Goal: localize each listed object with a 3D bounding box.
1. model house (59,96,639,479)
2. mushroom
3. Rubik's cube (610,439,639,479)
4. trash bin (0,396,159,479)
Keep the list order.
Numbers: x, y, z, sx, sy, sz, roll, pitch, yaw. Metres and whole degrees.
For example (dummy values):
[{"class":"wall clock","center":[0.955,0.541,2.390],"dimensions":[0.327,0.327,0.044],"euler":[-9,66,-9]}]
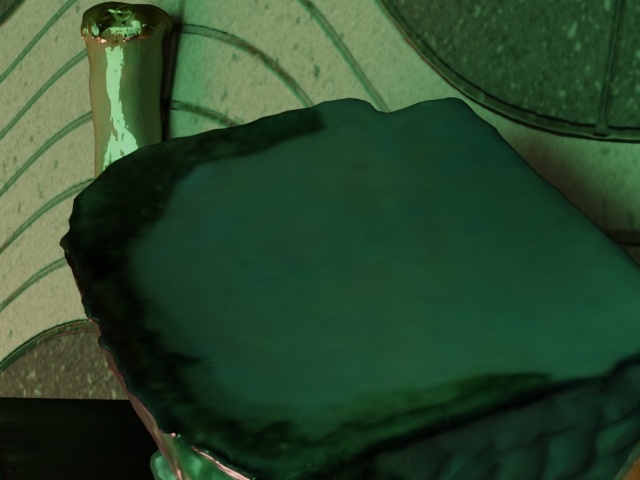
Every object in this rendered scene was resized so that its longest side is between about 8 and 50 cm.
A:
[{"class":"model house","center":[0.028,0.138,1.137],"dimensions":[0.360,0.297,0.339],"euler":[-131,26,-51]},{"class":"mushroom","center":[-0.164,-0.105,1.548],"dimensions":[0.084,0.071,0.209],"euler":[-5,83,17]},{"class":"Rubik's cube","center":[0.283,0.152,0.867],"dimensions":[0.207,0.205,0.205],"euler":[51,123,39]},{"class":"trash bin","center":[-0.154,0.212,1.305],"dimensions":[0.203,0.301,0.252],"euler":[-58,46,28]}]
